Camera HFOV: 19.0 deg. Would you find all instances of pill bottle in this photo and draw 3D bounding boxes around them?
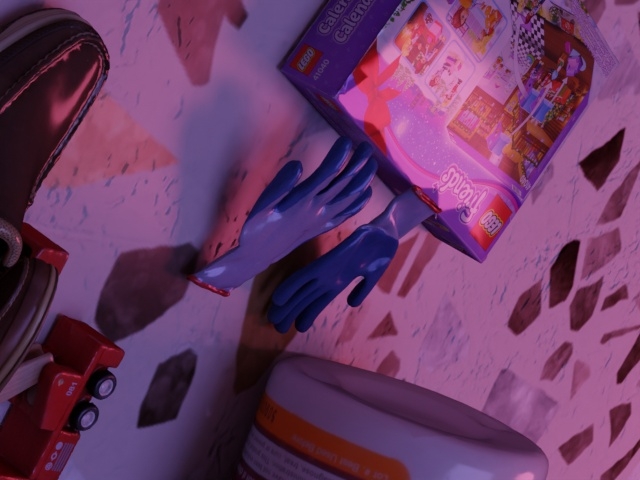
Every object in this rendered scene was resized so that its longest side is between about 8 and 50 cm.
[{"bbox_3d":[0.006,0.305,1.445,0.224,0.224,0.392,13,98,-54],"label":"pill bottle"}]

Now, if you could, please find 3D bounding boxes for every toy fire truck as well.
[{"bbox_3d":[-0.195,0.089,1.220,0.135,0.047,0.192,22,98,-55],"label":"toy fire truck"}]

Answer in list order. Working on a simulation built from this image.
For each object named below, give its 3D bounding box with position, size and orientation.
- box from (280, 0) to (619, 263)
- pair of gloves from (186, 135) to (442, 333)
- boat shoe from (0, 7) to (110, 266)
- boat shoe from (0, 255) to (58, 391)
[{"bbox_3d":[0.106,-0.130,1.424,0.201,0.057,0.293,-55,146,-7],"label":"box"},{"bbox_3d":[0.000,0.000,1.379,0.159,0.023,0.198,-40,149,13],"label":"pair of gloves"},{"bbox_3d":[-0.197,-0.018,1.094,0.257,0.095,0.095,-52,145,-11],"label":"boat shoe"},{"bbox_3d":[-0.223,0.073,1.127,0.060,0.064,0.178,36,110,-23],"label":"boat shoe"}]
